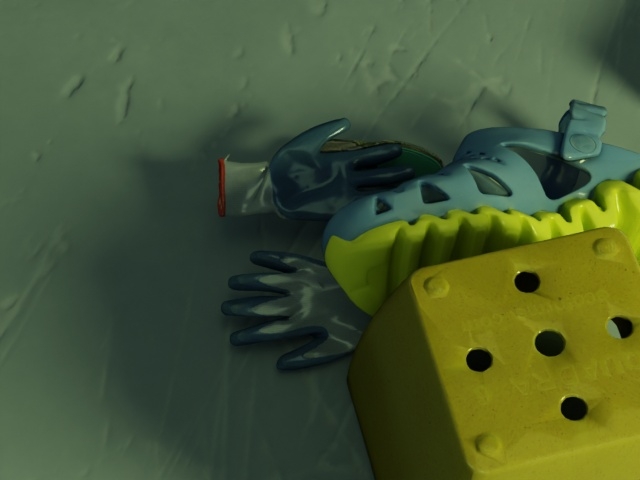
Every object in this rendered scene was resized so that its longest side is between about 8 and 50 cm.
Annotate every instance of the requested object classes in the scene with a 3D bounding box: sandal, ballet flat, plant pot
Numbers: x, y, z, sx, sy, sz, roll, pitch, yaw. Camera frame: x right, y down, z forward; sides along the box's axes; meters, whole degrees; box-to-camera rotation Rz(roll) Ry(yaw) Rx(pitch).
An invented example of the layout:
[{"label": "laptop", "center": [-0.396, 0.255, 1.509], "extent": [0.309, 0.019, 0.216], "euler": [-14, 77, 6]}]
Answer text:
[{"label": "sandal", "center": [0.137, -0.027, 1.049], "extent": [0.317, 0.126, 0.138], "euler": [-10, 53, -28]}, {"label": "ballet flat", "center": [0.042, -0.067, 1.123], "extent": [0.114, 0.041, 0.041], "euler": [2, 57, -4]}, {"label": "plant pot", "center": [0.141, 0.109, 0.914], "extent": [0.212, 0.187, 0.212], "euler": [-12, 57, -5]}]

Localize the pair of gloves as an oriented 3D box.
[{"label": "pair of gloves", "center": [0.000, 0.000, 1.064], "extent": [0.159, 0.023, 0.198], "euler": [-3, 71, -10]}]
